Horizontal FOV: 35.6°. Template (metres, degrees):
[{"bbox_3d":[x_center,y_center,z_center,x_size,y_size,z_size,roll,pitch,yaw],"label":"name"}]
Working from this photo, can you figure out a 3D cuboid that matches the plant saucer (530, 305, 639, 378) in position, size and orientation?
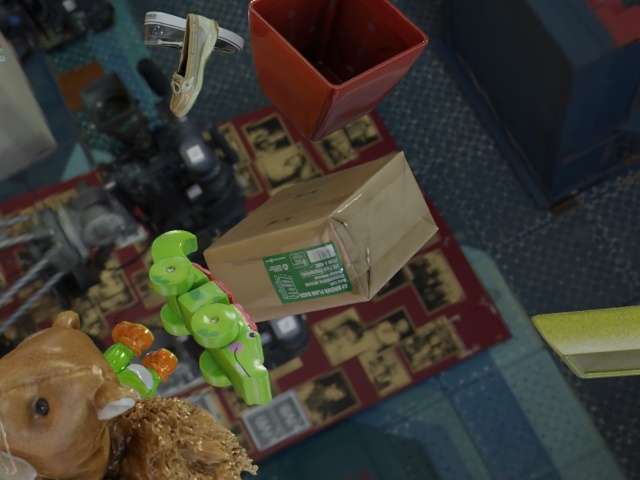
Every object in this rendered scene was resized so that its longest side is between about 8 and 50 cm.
[{"bbox_3d":[0.370,0.129,1.218,0.188,0.188,0.045,40,47,-58],"label":"plant saucer"}]

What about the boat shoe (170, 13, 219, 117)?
[{"bbox_3d":[-0.197,-0.257,1.470,0.048,0.153,0.056,13,23,-30],"label":"boat shoe"}]

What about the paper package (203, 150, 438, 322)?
[{"bbox_3d":[0.000,0.000,1.823,0.309,0.325,0.168,-42,112,-48],"label":"paper package"}]

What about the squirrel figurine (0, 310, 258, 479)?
[{"bbox_3d":[-0.293,0.275,1.232,0.281,0.397,0.370,39,-61,49],"label":"squirrel figurine"}]

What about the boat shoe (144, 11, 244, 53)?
[{"bbox_3d":[-0.247,-0.385,1.941,0.078,0.219,0.070,6,-90,51],"label":"boat shoe"}]

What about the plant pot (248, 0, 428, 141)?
[{"bbox_3d":[0.015,-0.367,2.062,0.267,0.267,0.235,47,-32,18],"label":"plant pot"}]

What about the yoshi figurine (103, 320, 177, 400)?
[{"bbox_3d":[-0.463,0.353,2.058,0.204,0.362,0.203,24,-34,11],"label":"yoshi figurine"}]

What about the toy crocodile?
[{"bbox_3d":[-0.159,0.108,1.447,0.340,0.105,0.115,44,-28,42],"label":"toy crocodile"}]

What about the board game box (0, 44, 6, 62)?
[{"bbox_3d":[-0.623,-0.385,1.537,0.144,0.142,0.275,-18,89,-70],"label":"board game box"}]
